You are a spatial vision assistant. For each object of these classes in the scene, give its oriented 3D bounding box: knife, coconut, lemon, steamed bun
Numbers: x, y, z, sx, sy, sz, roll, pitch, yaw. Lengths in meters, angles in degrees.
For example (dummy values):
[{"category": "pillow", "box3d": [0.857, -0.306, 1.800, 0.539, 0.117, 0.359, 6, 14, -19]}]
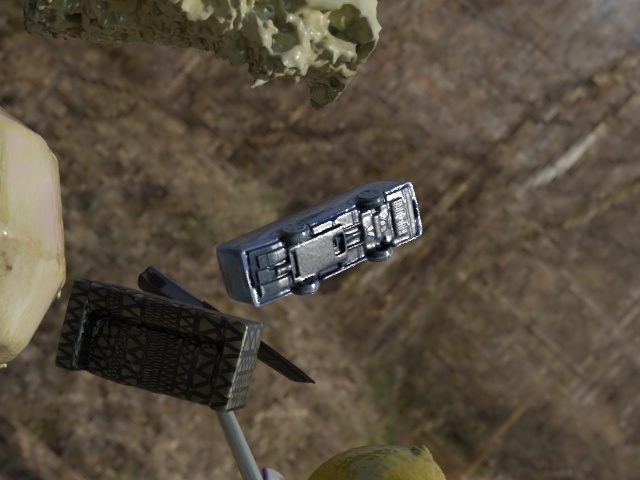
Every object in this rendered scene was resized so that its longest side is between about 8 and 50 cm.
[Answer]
[{"category": "knife", "box3d": [-0.099, 0.090, 1.727, 0.230, 0.028, 0.060, 33, -22, 17]}, {"category": "coconut", "box3d": [-0.429, -0.034, 1.753, 0.352, 0.352, 0.352, 42, 6, -5]}, {"category": "lemon", "box3d": [0.056, 0.296, 1.663, 0.178, 0.203, 0.178, 30, 0, 0]}, {"category": "steamed bun", "box3d": [-0.107, -0.239, 1.322, 0.272, 0.273, 0.290, -3, 4, -18]}]

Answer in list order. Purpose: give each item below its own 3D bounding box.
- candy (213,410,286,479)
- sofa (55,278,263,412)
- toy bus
[{"category": "candy", "box3d": [-0.032, 0.234, 1.310, 0.124, 0.124, 0.365, 38, 12, -33]}, {"category": "sofa", "box3d": [-0.100, 0.065, 1.014, 0.118, 0.060, 0.039, 14, 2, 16]}, {"category": "toy bus", "box3d": [-0.002, -0.003, 1.826, 0.094, 0.236, 0.079, 18, -56, 50]}]
